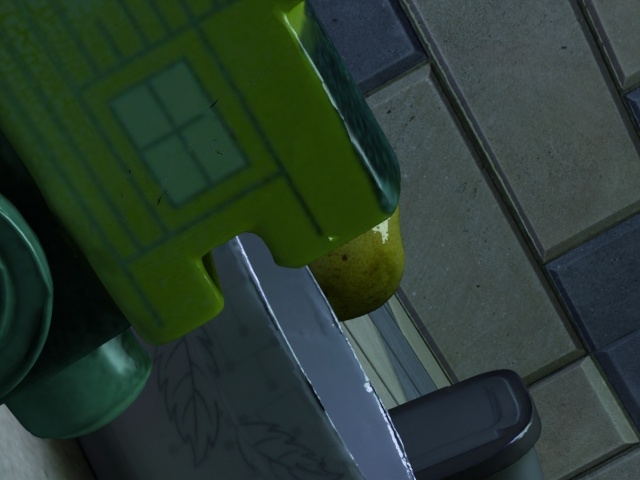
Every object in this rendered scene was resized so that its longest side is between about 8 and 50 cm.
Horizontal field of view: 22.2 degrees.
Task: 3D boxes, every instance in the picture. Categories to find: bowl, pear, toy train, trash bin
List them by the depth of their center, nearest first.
[{"bbox_3d":[-0.146,-0.132,0.649,0.442,0.272,0.179,59,3,-20],"label":"toy train"},{"bbox_3d":[-0.054,0.101,0.976,0.287,0.143,0.287,59,5,-9],"label":"bowl"},{"bbox_3d":[0.135,0.279,1.548,0.219,0.219,0.250,-99,166,-70],"label":"trash bin"},{"bbox_3d":[0.000,0.000,1.874,0.197,0.197,0.197,60,5,-9],"label":"pear"}]
